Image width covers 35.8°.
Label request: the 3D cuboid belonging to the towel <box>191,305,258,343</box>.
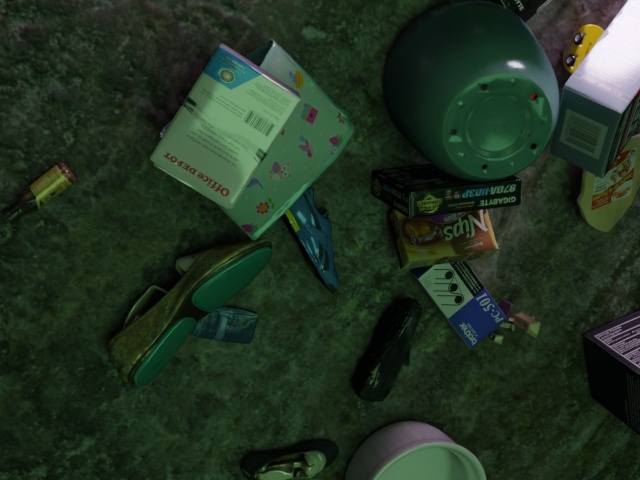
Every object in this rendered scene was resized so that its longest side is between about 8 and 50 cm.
[{"bbox_3d":[-0.174,0.152,1.796,0.119,0.029,0.067,11,104,-23],"label":"towel"}]

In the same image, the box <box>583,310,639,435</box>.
[{"bbox_3d":[0.754,0.270,2.031,0.296,0.294,0.183,-20,115,-13],"label":"box"}]

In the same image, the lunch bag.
[{"bbox_3d":[-0.099,-0.175,1.645,0.262,0.160,0.223,-44,116,4],"label":"lunch bag"}]

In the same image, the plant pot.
[{"bbox_3d":[0.270,-0.233,1.680,0.292,0.235,0.293,-3,119,-6],"label":"plant pot"}]

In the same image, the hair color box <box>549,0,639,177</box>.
[{"bbox_3d":[0.555,-0.312,1.751,0.374,0.113,0.185,-51,158,-23],"label":"hair color box"}]

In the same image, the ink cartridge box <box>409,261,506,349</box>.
[{"bbox_3d":[0.271,0.108,1.937,0.097,0.046,0.207,-40,116,-3],"label":"ink cartridge box"}]

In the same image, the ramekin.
[{"bbox_3d":[0.182,0.498,1.985,0.277,0.135,0.277,-7,110,-18],"label":"ramekin"}]

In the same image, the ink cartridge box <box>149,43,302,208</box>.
[{"bbox_3d":[-0.144,-0.173,1.505,0.148,0.086,0.203,32,101,-12],"label":"ink cartridge box"}]

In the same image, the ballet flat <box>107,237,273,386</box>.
[{"bbox_3d":[-0.236,0.098,1.714,0.348,0.123,0.123,-46,116,0],"label":"ballet flat"}]

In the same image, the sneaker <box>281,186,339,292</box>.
[{"bbox_3d":[0.000,0.000,1.789,0.082,0.069,0.209,-33,115,-12],"label":"sneaker"}]

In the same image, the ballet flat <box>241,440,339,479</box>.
[{"bbox_3d":[-0.051,0.437,1.914,0.203,0.074,0.074,-4,109,-19],"label":"ballet flat"}]

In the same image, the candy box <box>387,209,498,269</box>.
[{"bbox_3d":[0.228,-0.014,1.848,0.186,0.053,0.109,-7,71,-17],"label":"candy box"}]

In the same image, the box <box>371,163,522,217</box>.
[{"bbox_3d":[0.224,-0.096,1.779,0.220,0.175,0.051,-8,109,-18],"label":"box"}]

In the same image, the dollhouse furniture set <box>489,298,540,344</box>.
[{"bbox_3d":[0.412,0.183,1.978,0.081,0.114,0.091,11,101,-28],"label":"dollhouse furniture set"}]

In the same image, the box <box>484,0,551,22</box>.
[{"bbox_3d":[0.346,-0.575,1.721,0.257,0.079,0.322,-42,117,-5],"label":"box"}]

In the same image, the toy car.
[{"bbox_3d":[0.474,-0.264,1.885,0.239,0.053,0.225,-41,117,-3],"label":"toy car"}]

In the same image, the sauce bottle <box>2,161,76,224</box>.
[{"bbox_3d":[-0.459,-0.074,1.609,0.128,0.042,0.042,-39,116,-2],"label":"sauce bottle"}]

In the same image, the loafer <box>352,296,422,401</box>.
[{"bbox_3d":[0.140,0.212,1.911,0.078,0.076,0.223,19,105,-30],"label":"loafer"}]

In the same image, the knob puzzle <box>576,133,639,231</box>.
[{"bbox_3d":[0.573,-0.108,1.977,0.213,0.030,0.213,-18,122,-32],"label":"knob puzzle"}]
